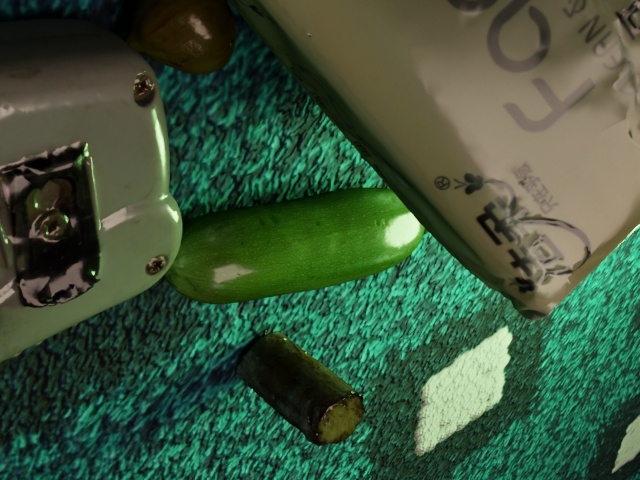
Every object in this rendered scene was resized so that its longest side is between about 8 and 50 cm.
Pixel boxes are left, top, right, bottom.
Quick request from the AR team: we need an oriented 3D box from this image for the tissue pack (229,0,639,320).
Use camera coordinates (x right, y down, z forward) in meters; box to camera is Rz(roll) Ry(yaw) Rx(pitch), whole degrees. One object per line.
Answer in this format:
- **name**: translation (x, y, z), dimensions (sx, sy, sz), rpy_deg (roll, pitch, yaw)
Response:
- **tissue pack**: translation (0.129, -0.202, 0.751), dimensions (0.332, 0.205, 0.405), rpy_deg (-43, 108, 0)

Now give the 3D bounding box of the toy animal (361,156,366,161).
- **toy animal**: translation (0.149, -0.163, 0.984), dimensions (0.212, 0.212, 0.266), rpy_deg (9, 110, -51)

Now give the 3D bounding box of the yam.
- **yam**: translation (-0.022, 0.163, 1.143), dimensions (0.079, 0.141, 0.079), rpy_deg (-30, 139, -30)

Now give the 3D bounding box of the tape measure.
- **tape measure**: translation (-0.233, -0.022, 0.751), dimensions (0.258, 0.130, 0.265), rpy_deg (-26, 138, -28)

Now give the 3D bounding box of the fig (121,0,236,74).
- **fig**: translation (-0.116, -0.167, 0.801), dimensions (0.098, 0.082, 0.084), rpy_deg (-23, 174, -12)

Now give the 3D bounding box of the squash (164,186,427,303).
- **squash**: translation (0.000, 0.000, 1.058), dimensions (0.379, 0.101, 0.101), rpy_deg (-11, 129, -44)
